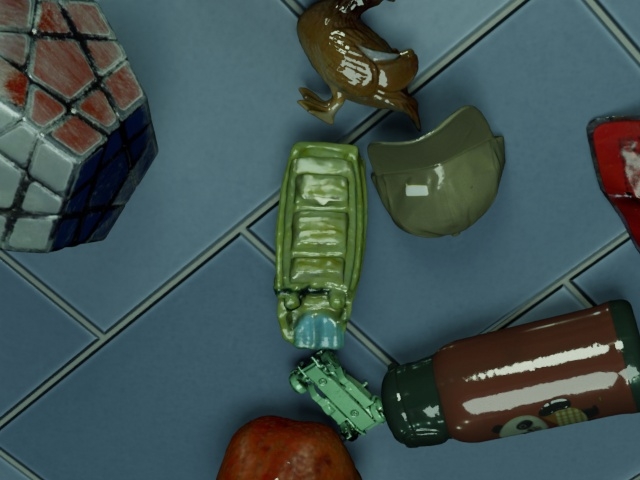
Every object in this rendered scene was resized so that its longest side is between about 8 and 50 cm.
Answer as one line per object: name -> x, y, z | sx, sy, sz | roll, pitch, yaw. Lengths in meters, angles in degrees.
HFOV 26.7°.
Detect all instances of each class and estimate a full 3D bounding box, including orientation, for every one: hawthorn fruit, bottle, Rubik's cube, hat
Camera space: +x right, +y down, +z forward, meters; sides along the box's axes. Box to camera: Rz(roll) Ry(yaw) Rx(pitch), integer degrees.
hawthorn fruit -> -0.054, 0.362, 1.768 | 0.207, 0.243, 0.207 | 8, 130, 10
bottle -> 0.244, 0.179, 1.719 | 0.336, 0.144, 0.144 | -14, 120, 12
Rubik's cube -> -0.332, -0.127, 1.460 | 0.264, 0.319, 0.319 | 30, 120, 13
hat -> 0.135, -0.067, 1.551 | 0.166, 0.173, 0.144 | -19, 93, 12

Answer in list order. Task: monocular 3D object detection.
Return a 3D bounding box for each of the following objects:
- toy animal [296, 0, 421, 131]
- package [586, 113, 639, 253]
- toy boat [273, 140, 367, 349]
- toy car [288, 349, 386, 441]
toy animal -> 0.060, -0.207, 1.520 | 0.188, 0.089, 0.179 | 32, 104, -13
package -> 0.433, -0.031, 1.609 | 0.194, 0.071, 0.269 | -4, 130, 27
toy boat -> 0.000, -0.002, 1.644 | 0.111, 0.084, 0.276 | 3, 118, 2
toy car -> 0.026, 0.201, 1.780 | 0.073, 0.054, 0.143 | -36, 113, 22
